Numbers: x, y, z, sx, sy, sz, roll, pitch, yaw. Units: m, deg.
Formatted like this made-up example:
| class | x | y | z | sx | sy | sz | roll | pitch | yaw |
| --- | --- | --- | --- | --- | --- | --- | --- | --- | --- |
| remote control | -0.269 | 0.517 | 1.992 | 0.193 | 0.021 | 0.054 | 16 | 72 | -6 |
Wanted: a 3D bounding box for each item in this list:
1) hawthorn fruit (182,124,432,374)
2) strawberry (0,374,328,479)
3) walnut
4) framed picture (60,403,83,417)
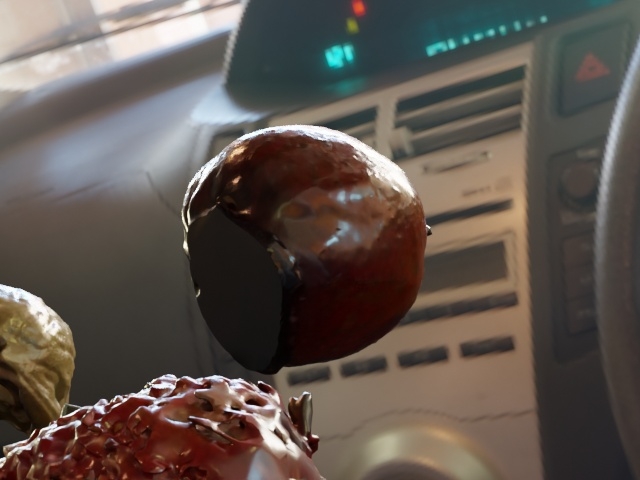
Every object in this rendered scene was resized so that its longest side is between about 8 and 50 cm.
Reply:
| class | x | y | z | sx | sy | sz | roll | pitch | yaw |
| --- | --- | --- | --- | --- | --- | --- | --- | --- | --- |
| hawthorn fruit | 0.000 | 0.000 | 1.067 | 0.249 | 0.215 | 0.215 | -6 | 7 | -25 |
| strawberry | -0.076 | 0.144 | 0.548 | 0.201 | 0.184 | 0.187 | 6 | 9 | 20 |
| walnut | -0.372 | 0.130 | 1.447 | 0.238 | 0.204 | 0.141 | 29 | 52 | 31 |
| framed picture | -0.207 | 0.188 | 1.083 | 0.066 | 0.007 | 0.089 | 16 | 36 | -12 |
